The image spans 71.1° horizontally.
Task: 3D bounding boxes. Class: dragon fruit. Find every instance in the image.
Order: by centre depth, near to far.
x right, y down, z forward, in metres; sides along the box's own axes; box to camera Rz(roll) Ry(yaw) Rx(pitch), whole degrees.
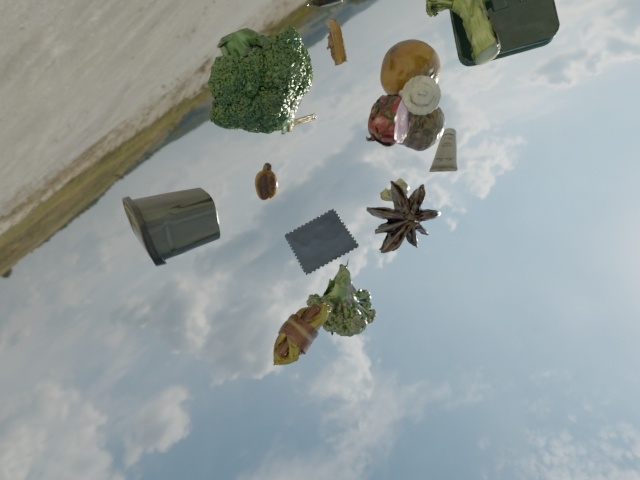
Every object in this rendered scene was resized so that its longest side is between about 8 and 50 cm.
[{"bbox_3d":[0.278,-0.491,1.838,0.147,0.210,0.282,13,-168,23],"label":"dragon fruit"}]

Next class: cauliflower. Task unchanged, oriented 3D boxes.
[{"bbox_3d":[0.079,0.219,1.651,0.257,0.315,0.239,10,-150,15],"label":"cauliflower"}]

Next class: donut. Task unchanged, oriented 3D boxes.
[{"bbox_3d":[0.401,-0.263,2.356,0.166,0.108,0.065,-40,-131,44],"label":"donut"}]

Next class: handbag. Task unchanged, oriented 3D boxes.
[{"bbox_3d":[0.633,-0.761,1.557,0.327,0.238,0.089,-11,180,19],"label":"handbag"}]

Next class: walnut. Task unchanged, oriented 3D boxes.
[{"bbox_3d":[0.456,-0.547,2.096,0.248,0.248,0.248,-28,-157,13],"label":"walnut"}]

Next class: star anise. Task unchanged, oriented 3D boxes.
[{"bbox_3d":[0.241,-0.066,1.321,0.093,0.229,0.236,-155,-96,-78],"label":"star anise"}]

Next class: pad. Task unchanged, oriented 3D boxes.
[{"bbox_3d":[0.000,0.000,1.980,0.270,0.012,0.269,-27,-129,-2],"label":"pad"}]

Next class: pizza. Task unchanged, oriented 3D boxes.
[{"bbox_3d":[0.062,-0.806,1.823,0.056,0.270,0.134,-5,160,-11],"label":"pizza"}]

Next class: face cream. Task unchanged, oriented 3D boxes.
[{"bbox_3d":[0.673,-0.472,2.388,0.143,0.089,0.314,3,-126,23],"label":"face cream"}]

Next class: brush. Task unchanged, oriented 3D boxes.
[{"bbox_3d":[-0.096,-0.539,2.016,0.010,0.082,0.218,33,-136,31],"label":"brush"}]

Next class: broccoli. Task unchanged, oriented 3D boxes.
[{"bbox_3d":[-0.185,-0.483,1.361,0.321,0.309,0.413,4,-168,8],"label":"broccoli"},{"bbox_3d":[0.474,-0.721,1.417,0.221,0.361,0.252,-11,-178,-3],"label":"broccoli"}]

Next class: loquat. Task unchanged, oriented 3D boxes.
[{"bbox_3d":[0.386,-0.722,1.927,0.263,0.263,0.263,-28,-157,13],"label":"loquat"}]

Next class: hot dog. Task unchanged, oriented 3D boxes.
[{"bbox_3d":[-0.076,0.299,1.459,0.123,0.093,0.261,26,-104,37],"label":"hot dog"},{"bbox_3d":[-0.210,-0.226,1.726,0.090,0.140,0.060,-11,-151,-8],"label":"hot dog"}]

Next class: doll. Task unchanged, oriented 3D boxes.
[{"bbox_3d":[0.320,-0.459,1.444,0.293,0.138,0.119,-58,172,-76],"label":"doll"}]

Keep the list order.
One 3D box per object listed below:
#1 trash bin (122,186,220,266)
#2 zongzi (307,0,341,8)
[{"bbox_3d":[-0.485,-0.060,1.484,0.250,0.219,0.220,-20,-146,-28],"label":"trash bin"},{"bbox_3d":[0.032,-1.137,2.077,0.187,0.084,0.184,-10,-152,11],"label":"zongzi"}]
